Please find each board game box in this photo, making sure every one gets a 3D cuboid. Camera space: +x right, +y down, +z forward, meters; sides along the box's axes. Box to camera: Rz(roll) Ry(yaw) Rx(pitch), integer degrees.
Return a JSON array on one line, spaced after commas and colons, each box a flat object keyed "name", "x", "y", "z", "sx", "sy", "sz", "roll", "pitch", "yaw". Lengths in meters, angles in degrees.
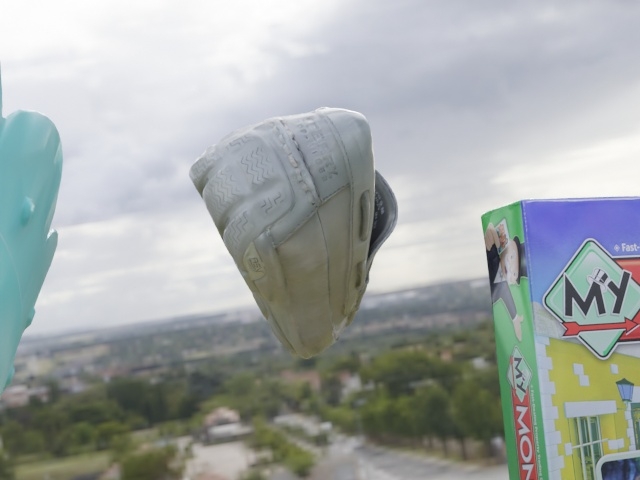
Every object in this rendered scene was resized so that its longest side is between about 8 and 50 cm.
[{"name": "board game box", "x": 0.236, "y": 0.084, "z": 0.683, "sx": 0.317, "sy": 0.214, "sz": 0.046, "roll": -2, "pitch": -8, "yaw": -19}]

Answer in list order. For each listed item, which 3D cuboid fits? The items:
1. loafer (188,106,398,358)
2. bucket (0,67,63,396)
[{"name": "loafer", "x": 0.000, "y": 0.000, "z": 0.941, "sx": 0.111, "sy": 0.112, "sz": 0.319, "roll": -27, "pitch": -14, "yaw": -3}, {"name": "bucket", "x": -0.222, "y": 0.037, "z": 0.415, "sx": 0.281, "sy": 0.183, "sz": 0.281, "roll": 5, "pitch": -38, "yaw": 4}]
